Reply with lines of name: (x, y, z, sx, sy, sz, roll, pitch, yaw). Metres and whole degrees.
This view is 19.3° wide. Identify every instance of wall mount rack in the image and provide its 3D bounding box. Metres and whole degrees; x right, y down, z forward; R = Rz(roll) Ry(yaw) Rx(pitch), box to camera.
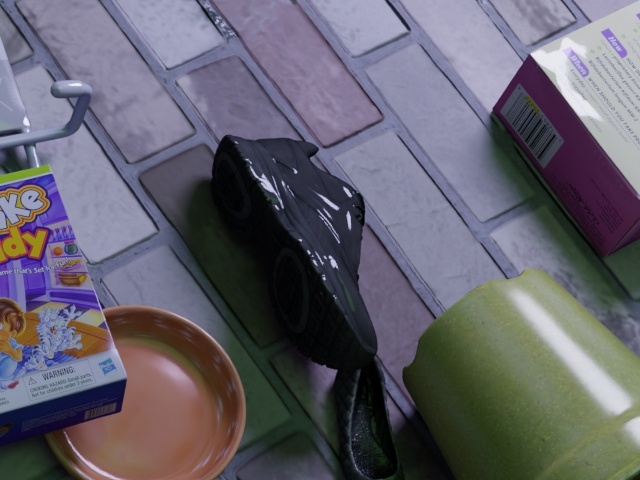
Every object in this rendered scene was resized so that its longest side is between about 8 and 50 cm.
wall mount rack: (-0.401, -0.188, 1.832, 0.304, 0.130, 0.350, -12, 66, -24)

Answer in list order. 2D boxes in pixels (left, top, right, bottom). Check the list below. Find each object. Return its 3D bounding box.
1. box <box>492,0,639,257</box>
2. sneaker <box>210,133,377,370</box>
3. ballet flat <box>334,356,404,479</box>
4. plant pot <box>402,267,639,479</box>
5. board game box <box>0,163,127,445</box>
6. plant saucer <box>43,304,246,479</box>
box: (0.355, -0.136, 2.071, 0.243, 0.117, 0.213, -27, 73, -29)
sneaker: (0.000, 0.000, 1.868, 0.130, 0.109, 0.286, -10, 59, -30)
ballet flat: (0.047, 0.188, 1.821, 0.057, 0.049, 0.173, -4, 63, -20)
plant pot: (0.219, 0.174, 1.784, 0.276, 0.276, 0.254, -21, 59, -28)
board game box: (-0.376, 0.085, 1.691, 0.347, 0.078, 0.233, -15, 65, -19)
plant saucer: (-0.170, 0.157, 1.772, 0.200, 0.037, 0.200, 8, 60, -15)
